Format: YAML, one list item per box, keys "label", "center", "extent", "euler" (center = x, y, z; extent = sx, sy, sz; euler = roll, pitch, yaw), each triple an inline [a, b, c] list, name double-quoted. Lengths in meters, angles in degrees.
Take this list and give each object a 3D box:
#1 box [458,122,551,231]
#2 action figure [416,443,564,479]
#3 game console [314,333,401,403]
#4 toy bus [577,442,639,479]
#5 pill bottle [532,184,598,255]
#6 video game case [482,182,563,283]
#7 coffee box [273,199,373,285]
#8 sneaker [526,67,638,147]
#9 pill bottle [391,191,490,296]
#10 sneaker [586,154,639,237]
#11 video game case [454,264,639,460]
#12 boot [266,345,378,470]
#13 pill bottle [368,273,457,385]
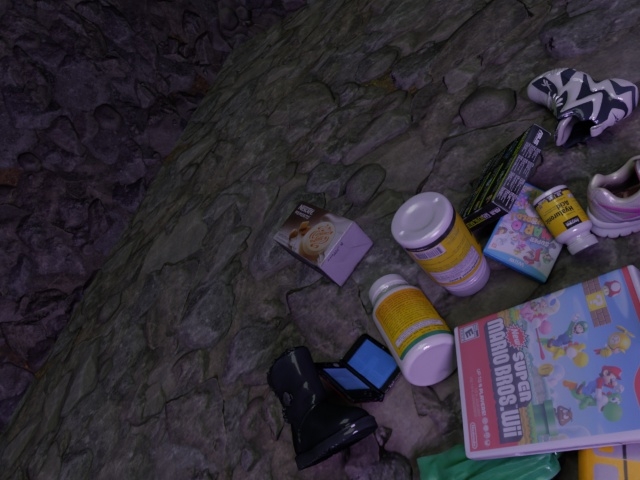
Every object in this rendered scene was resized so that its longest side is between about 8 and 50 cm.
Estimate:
- label: "box"
  center: [0.358, -0.116, 0.940]
  extent: [0.191, 0.045, 0.184]
  euler: [-57, 2, -15]
- label: "action figure"
  center: [0.259, 0.336, 0.679]
  extent: [0.232, 0.063, 0.137]
  euler: [-38, 35, 18]
- label: "game console"
  center: [0.074, 0.249, 0.932]
  extent: [0.144, 0.124, 0.085]
  euler: [26, 102, 53]
- label: "toy bus"
  center: [0.383, 0.301, 0.549]
  extent: [0.130, 0.108, 0.333]
  euler: [-11, 49, 39]
- label: "pill bottle"
  center: [0.434, -0.035, 0.824]
  extent: [0.065, 0.065, 0.116]
  euler: [-32, 69, 19]
- label: "video game case"
  center: [0.391, -0.018, 0.866]
  extent: [0.119, 0.015, 0.166]
  euler: [29, 75, 14]
- label: "coffee box"
  center: [0.000, 0.000, 1.224]
  extent: [0.141, 0.098, 0.246]
  euler: [-52, 37, -7]
- label: "sneaker"
  center: [0.506, -0.271, 0.979]
  extent: [0.153, 0.094, 0.235]
  euler: [-43, 45, -10]
- label: "pill bottle"
  center: [0.234, 0.014, 0.885]
  extent: [0.119, 0.208, 0.119]
  euler: [-26, 41, 26]
- label: "sneaker"
  center: [0.553, -0.087, 0.744]
  extent: [0.252, 0.111, 0.103]
  euler: [-21, 43, 30]
- label: "video game case"
  center: [0.308, 0.175, 0.635]
  extent: [0.285, 0.025, 0.204]
  euler: [-34, 40, 43]
- label: "boot"
  center: [-0.014, 0.288, 0.859]
  extent: [0.246, 0.094, 0.207]
  euler: [-54, 51, 46]
- label: "pill bottle"
  center: [0.169, 0.160, 0.890]
  extent: [0.117, 0.117, 0.208]
  euler: [-40, 36, 9]
